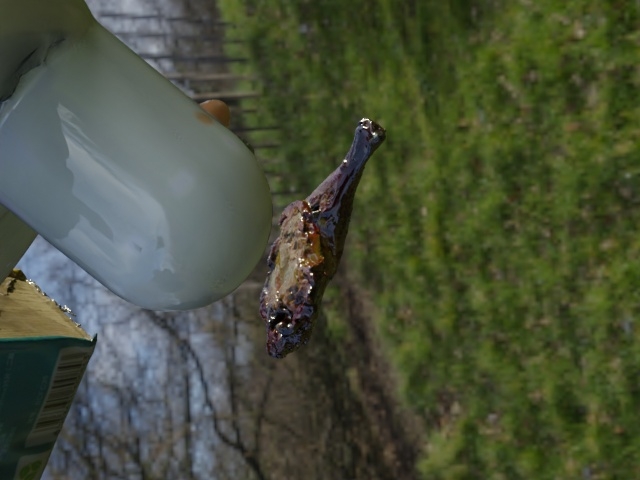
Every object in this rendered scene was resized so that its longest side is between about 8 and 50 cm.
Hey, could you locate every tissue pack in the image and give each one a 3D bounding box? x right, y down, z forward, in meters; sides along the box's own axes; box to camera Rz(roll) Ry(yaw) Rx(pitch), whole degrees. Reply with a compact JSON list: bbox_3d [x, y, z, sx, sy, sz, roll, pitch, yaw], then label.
[{"bbox_3d":[-0.308,0.153,0.860,0.134,0.192,0.271,37,109,36],"label":"tissue pack"}]

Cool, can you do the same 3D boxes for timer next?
[{"bbox_3d":[-0.163,-0.011,0.419,0.233,0.240,0.233,-51,-8,-10],"label":"timer"}]

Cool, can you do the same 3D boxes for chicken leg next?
[{"bbox_3d":[-0.001,-0.001,0.669,0.145,0.037,0.062,-70,19,0],"label":"chicken leg"}]
